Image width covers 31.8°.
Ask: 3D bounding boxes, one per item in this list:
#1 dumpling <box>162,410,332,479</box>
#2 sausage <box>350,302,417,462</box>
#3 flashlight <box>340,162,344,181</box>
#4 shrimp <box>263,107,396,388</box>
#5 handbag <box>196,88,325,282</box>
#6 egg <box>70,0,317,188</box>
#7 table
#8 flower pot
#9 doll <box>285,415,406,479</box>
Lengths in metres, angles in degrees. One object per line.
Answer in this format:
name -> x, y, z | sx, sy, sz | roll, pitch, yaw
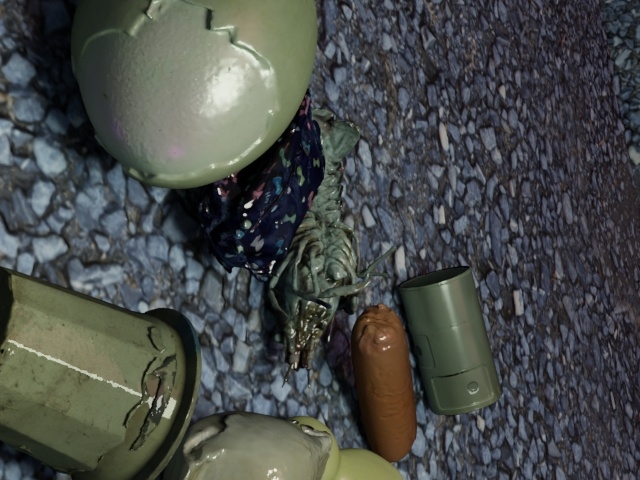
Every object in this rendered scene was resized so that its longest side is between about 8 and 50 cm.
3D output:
dumpling -> -0.084, 0.315, 1.322 | 0.243, 0.175, 0.227 | 10, 97, -21
sausage -> 0.094, 0.210, 1.629 | 0.086, 0.086, 0.289 | -65, 153, -43
flashlight -> 0.016, -0.140, 1.730 | 0.052, 0.031, 0.110 | -30, 106, -57
shrimp -> -0.002, 0.005, 1.559 | 0.221, 0.166, 0.411 | 17, 46, -18
handbag -> -0.074, -0.082, 1.436 | 0.162, 0.113, 0.260 | 78, 32, -55
egg -> -0.144, -0.213, 1.271 | 0.278, 0.278, 0.336 | 45, 39, -41
table -> 0.215, 0.163, 1.857 | 0.126, 0.126, 0.220 | -26, 102, -57
flower pot -> -0.257, 0.135, 1.091 | 0.202, 0.212, 0.212 | 27, 58, -38
doll -> 0.019, 0.328, 1.528 | 0.296, 0.117, 0.141 | 40, 50, -26
